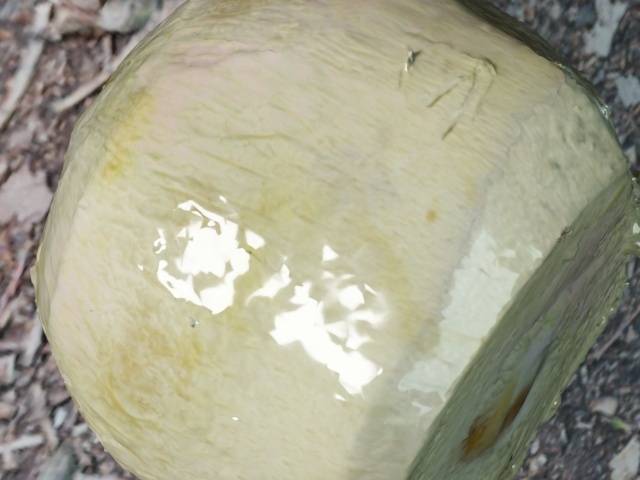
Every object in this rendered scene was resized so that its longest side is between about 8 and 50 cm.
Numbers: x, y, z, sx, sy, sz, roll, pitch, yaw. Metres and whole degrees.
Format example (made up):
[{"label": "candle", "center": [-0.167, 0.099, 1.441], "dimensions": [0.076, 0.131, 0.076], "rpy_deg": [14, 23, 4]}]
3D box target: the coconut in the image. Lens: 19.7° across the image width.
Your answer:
[{"label": "coconut", "center": [0.000, 0.000, 0.892], "dimensions": [0.297, 0.254, 0.297], "rpy_deg": [-45, 156, -26]}]
